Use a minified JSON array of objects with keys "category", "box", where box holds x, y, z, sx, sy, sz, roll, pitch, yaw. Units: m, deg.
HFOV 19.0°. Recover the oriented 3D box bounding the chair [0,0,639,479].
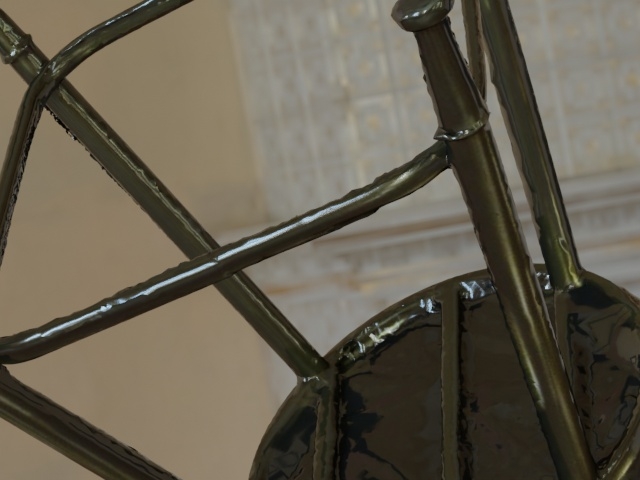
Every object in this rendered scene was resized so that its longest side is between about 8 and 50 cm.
[{"category":"chair","box":[0.000,0.000,1.114,0.361,0.410,0.365,-24,32,17]}]
